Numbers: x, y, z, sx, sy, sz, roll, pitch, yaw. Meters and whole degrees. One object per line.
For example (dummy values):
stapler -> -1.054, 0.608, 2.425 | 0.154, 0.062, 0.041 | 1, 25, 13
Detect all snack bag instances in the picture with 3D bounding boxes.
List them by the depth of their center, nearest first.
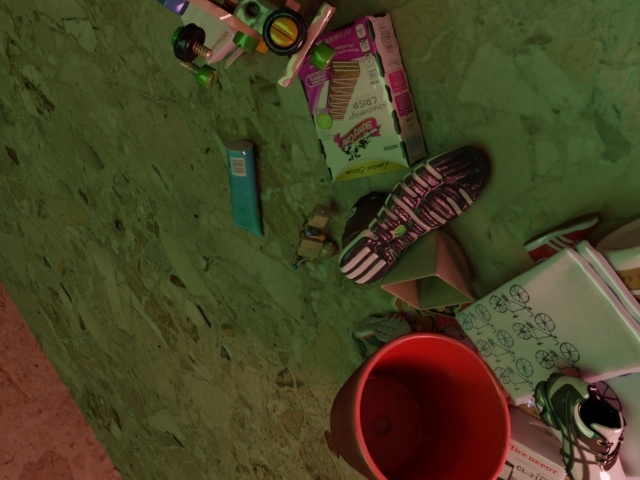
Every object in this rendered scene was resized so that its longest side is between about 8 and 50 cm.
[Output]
snack bag -> 0.365, 0.196, 0.799 | 0.342, 0.037, 0.323 | 55, 154, 10

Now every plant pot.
plant pot -> 0.177, 0.043, 0.930 | 0.109, 0.096, 0.109 | -17, 141, 43
plant pot -> 0.144, 0.313, 0.999 | 0.275, 0.275, 0.243 | 52, 154, 5

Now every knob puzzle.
knob puzzle -> 0.205, 0.133, 1.016 | 0.213, 0.030, 0.213 | 19, 123, 32

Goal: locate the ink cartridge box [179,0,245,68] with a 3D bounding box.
ink cartridge box -> -0.173, -0.388, 1.015 | 0.092, 0.090, 0.143 | -27, 95, 45

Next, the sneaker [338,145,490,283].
sneaker -> 0.129, -0.068, 0.930 | 0.281, 0.162, 0.106 | -40, 114, 14

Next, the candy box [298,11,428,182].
candy box -> 0.062, -0.221, 0.920 | 0.159, 0.071, 0.233 | -7, 108, 41

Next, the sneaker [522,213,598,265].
sneaker -> 0.354, 0.011, 0.818 | 0.118, 0.042, 0.067 | -35, 84, 52

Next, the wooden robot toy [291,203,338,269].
wooden robot toy -> 0.000, 0.000, 1.110 | 0.079, 0.076, 0.173 | 16, 130, -10

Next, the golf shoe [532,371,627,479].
golf shoe -> 0.363, 0.268, 0.757 | 0.198, 0.077, 0.094 | 57, 153, -3

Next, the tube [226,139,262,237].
tube -> -0.159, -0.102, 1.187 | 0.080, 0.052, 0.207 | 26, 132, 33

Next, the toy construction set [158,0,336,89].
toy construction set -> -0.052, -0.355, 0.828 | 0.237, 0.309, 0.257 | 32, 175, 3

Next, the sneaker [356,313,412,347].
sneaker -> 0.131, 0.179, 1.077 | 0.065, 0.061, 0.158 | 48, 161, -16

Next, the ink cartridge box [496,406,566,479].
ink cartridge box -> 0.353, 0.398, 1.001 | 0.127, 0.072, 0.175 | 25, 127, 29

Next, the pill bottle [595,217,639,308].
pill bottle -> 0.454, 0.085, 0.712 | 0.131, 0.131, 0.229 | -26, 95, 44
